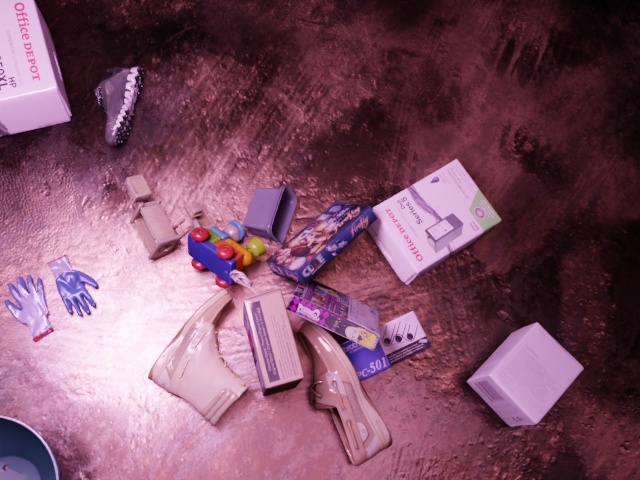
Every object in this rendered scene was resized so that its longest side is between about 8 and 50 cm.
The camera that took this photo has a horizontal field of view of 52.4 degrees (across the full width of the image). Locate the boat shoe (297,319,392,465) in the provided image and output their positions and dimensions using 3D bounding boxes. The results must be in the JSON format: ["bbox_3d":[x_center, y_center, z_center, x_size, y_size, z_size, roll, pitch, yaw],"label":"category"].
[{"bbox_3d":[0.032,0.341,1.474,0.110,0.122,0.341,-29,80,-17],"label":"boat shoe"}]

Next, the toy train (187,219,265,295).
[{"bbox_3d":[-0.182,0.041,1.510,0.248,0.105,0.143,31,42,29],"label":"toy train"}]

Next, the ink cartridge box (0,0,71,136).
[{"bbox_3d":[-0.842,-0.402,1.564,0.394,0.166,0.286,-17,76,-14],"label":"ink cartridge box"}]

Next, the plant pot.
[{"bbox_3d":[-0.645,0.498,1.283,0.290,0.195,0.291,2,72,-7],"label":"plant pot"}]

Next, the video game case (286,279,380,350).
[{"bbox_3d":[0.035,0.159,1.482,0.210,0.232,0.042,26,98,0],"label":"video game case"}]

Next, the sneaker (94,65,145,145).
[{"bbox_3d":[-0.524,-0.345,1.643,0.106,0.078,0.235,9,67,-2],"label":"sneaker"}]

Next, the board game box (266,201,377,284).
[{"bbox_3d":[0.000,0.000,1.561,0.243,0.165,0.042,-42,114,-18],"label":"board game box"}]

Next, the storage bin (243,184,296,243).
[{"bbox_3d":[-0.126,-0.067,1.608,0.091,0.098,0.135,9,69,24],"label":"storage bin"}]

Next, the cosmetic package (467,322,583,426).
[{"bbox_3d":[0.479,0.318,1.532,0.183,0.151,0.151,-41,82,-17],"label":"cosmetic package"}]

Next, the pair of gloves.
[{"bbox_3d":[-0.618,0.127,1.501,0.198,0.023,0.159,-29,80,-15],"label":"pair of gloves"}]

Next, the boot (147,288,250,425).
[{"bbox_3d":[-0.233,0.261,1.475,0.203,0.095,0.262,36,71,4],"label":"boot"}]

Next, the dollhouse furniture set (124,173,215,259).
[{"bbox_3d":[-0.374,-0.068,1.583,0.160,0.101,0.182,-19,74,-39],"label":"dollhouse furniture set"}]

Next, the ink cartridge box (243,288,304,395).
[{"bbox_3d":[-0.108,0.232,1.428,0.088,0.235,0.193,-15,74,-11],"label":"ink cartridge box"}]

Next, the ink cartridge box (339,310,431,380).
[{"bbox_3d":[0.152,0.257,1.559,0.207,0.046,0.097,-22,75,-14],"label":"ink cartridge box"}]

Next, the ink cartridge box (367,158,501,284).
[{"bbox_3d":[0.280,-0.047,1.640,0.272,0.115,0.198,-31,79,-16],"label":"ink cartridge box"}]
